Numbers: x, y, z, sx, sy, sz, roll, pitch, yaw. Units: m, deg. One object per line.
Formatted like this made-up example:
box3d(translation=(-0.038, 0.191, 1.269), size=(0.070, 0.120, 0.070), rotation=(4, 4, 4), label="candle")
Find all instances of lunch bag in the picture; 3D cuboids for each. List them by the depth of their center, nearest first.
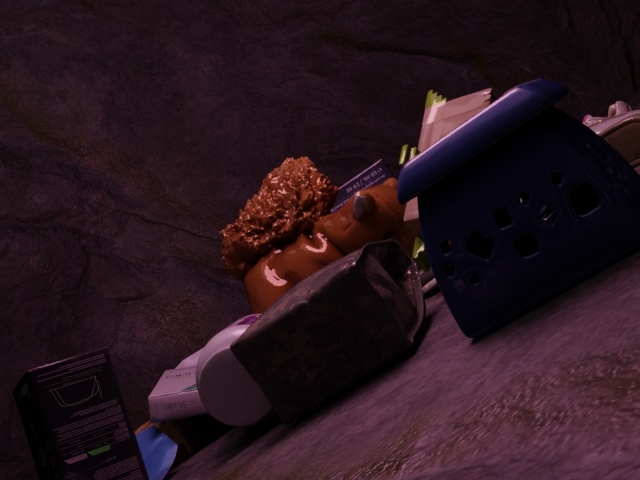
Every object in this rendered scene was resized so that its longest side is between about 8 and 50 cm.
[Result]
box3d(translation=(0.030, 0.117, 1.243), size=(0.235, 0.169, 0.287), rotation=(-35, 3, 19), label="lunch bag")

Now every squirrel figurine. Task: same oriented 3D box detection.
box3d(translation=(0.000, 0.000, 1.652), size=(0.370, 0.397, 0.281), rotation=(-52, -17, 30), label="squirrel figurine")

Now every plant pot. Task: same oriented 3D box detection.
box3d(translation=(0.235, -0.055, 0.967), size=(0.236, 0.212, 0.236), rotation=(-34, -1, 26), label="plant pot")

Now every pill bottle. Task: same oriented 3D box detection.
box3d(translation=(-0.120, 0.220, 1.394), size=(0.169, 0.169, 0.301), rotation=(-34, -1, 2), label="pill bottle")

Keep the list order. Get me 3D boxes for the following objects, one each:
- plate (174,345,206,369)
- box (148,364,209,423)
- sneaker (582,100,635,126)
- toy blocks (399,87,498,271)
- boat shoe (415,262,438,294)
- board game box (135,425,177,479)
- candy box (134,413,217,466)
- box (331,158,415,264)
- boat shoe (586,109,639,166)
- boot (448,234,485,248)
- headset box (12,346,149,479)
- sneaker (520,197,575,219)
box3d(translation=(-0.240, 0.275, 1.995), size=(0.277, 0.045, 0.278), rotation=(-31, 5, 4), label="plate")
box3d(translation=(-0.223, 0.302, 1.700), size=(0.232, 0.059, 0.322), rotation=(-9, 2, -5), label="box")
box3d(translation=(0.545, -0.191, 1.660), size=(0.252, 0.111, 0.103), rotation=(-34, -1, -4), label="sneaker")
box3d(translation=(0.307, -0.144, 1.485), size=(0.260, 0.191, 0.381), rotation=(-13, 46, 34), label="toy blocks")
box3d(translation=(0.237, 0.030, 1.646), size=(0.109, 0.091, 0.305), rotation=(-35, -1, 22), label="boat shoe")
box3d(translation=(-0.324, 0.422, 1.520), size=(0.133, 0.033, 0.168), rotation=(-48, 34, -18), label="board game box")
box3d(translation=(-0.333, 0.421, 1.735), size=(0.183, 0.088, 0.316), rotation=(-33, -1, 5), label="candy box")
box3d(translation=(0.112, 0.001, 2.005), size=(0.296, 0.294, 0.183), rotation=(-35, 1, 6), label="box")
box3d(translation=(0.500, -0.155, 1.501), size=(0.103, 0.113, 0.302), rotation=(-31, 8, -41), label="boat shoe")
box3d(translation=(0.259, -0.037, 1.255), size=(0.077, 0.213, 0.165), rotation=(18, 26, 28), label="boot")
box3d(translation=(-0.391, 0.347, 1.343), size=(0.131, 0.283, 0.246), rotation=(-16, -9, -29), label="headset box")
box3d(translation=(0.324, -0.026, 1.141), size=(0.079, 0.121, 0.217), rotation=(-115, 46, -80), label="sneaker")
